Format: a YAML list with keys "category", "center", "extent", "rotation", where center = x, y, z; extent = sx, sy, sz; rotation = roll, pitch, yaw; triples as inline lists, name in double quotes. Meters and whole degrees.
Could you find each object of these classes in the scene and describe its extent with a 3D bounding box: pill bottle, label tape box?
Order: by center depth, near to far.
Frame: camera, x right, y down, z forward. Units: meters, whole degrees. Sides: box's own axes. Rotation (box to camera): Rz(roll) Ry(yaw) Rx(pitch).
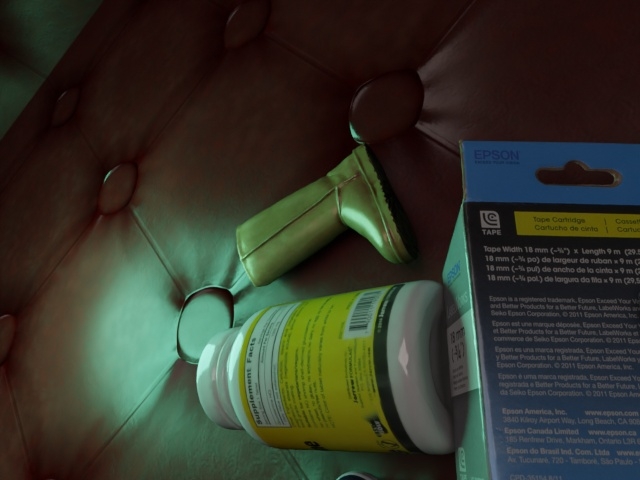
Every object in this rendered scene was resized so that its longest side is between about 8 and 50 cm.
- category: "label tape box"
  center: [0.256, 0.072, 0.509]
  extent: [0.240, 0.106, 0.334]
  rotation: [2, 68, 0]
- category: "pill bottle"
  center: [0.009, 0.165, 0.642]
  extent: [0.333, 0.188, 0.188]
  rotation: [-14, 63, 34]

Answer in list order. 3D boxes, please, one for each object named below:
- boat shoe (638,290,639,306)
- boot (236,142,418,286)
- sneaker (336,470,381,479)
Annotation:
- category: "boat shoe"
  center: [0.332, 0.159, 0.357]
  extent: [0.104, 0.113, 0.306]
  rotation: [-33, 67, -1]
- category: "boot"
  center: [0.000, 0.000, 0.795]
  extent: [0.269, 0.089, 0.236]
  rotation: [-33, 45, 18]
- category: "sneaker"
  center: [0.069, 0.378, 0.535]
  extent: [0.099, 0.153, 0.282]
  rotation: [-42, 53, 11]
